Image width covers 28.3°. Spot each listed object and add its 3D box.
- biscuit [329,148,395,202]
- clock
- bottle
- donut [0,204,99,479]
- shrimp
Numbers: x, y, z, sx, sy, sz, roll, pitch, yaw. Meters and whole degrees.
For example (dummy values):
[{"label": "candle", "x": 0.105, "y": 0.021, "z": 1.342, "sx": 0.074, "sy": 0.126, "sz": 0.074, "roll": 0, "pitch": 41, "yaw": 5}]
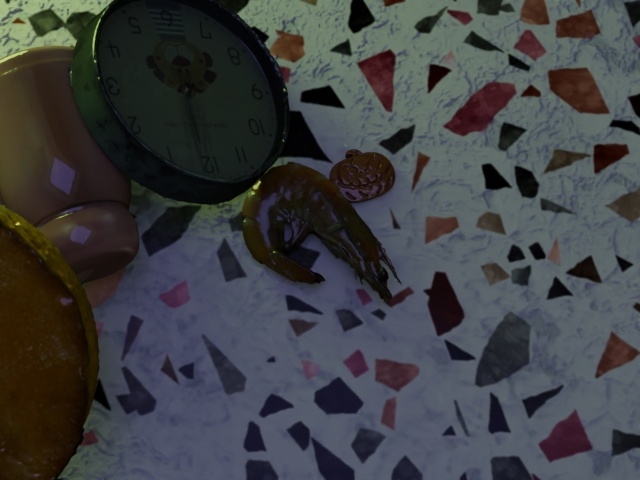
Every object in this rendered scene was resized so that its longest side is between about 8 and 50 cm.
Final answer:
[{"label": "biscuit", "x": 0.057, "y": -0.093, "z": 1.774, "sx": 0.091, "sy": 0.015, "sz": 0.078, "roll": -22, "pitch": 77, "yaw": -10}, {"label": "clock", "x": -0.179, "y": -0.199, "z": 1.685, "sx": 0.313, "sy": 0.061, "sz": 0.312, "roll": 19, "pitch": 56, "yaw": -30}, {"label": "bottle", "x": -0.348, "y": -0.082, "z": 1.667, "sx": 0.206, "sy": 0.173, "sz": 0.297, "roll": -29, "pitch": 73, "yaw": 28}, {"label": "donut", "x": -0.468, "y": 0.159, "z": 1.538, "sx": 0.435, "sy": 0.163, "sz": 0.377, "roll": -8, "pitch": 101, "yaw": 6}, {"label": "shrimp", "x": 0.000, "y": 0.000, "z": 1.722, "sx": 0.249, "sy": 0.068, "sz": 0.150, "roll": 37, "pitch": 86, "yaw": 12}]
